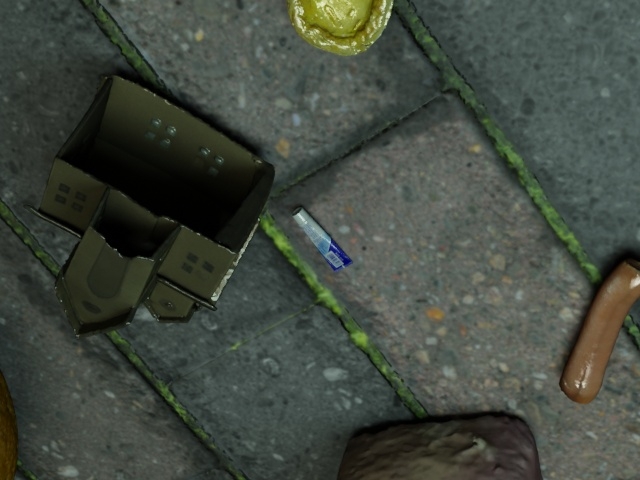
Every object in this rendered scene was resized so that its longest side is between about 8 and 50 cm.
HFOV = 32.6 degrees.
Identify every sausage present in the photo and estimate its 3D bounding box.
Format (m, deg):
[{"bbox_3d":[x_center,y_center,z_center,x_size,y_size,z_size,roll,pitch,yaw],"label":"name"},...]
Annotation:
[{"bbox_3d":[0.284,0.092,1.098,0.040,0.047,0.176,9,122,-10],"label":"sausage"}]

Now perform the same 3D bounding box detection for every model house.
[{"bbox_3d":[-0.193,0.012,1.097,0.211,0.204,0.243,30,138,-4],"label":"model house"}]

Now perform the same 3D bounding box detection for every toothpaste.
[{"bbox_3d":[0.000,0.000,1.135,0.024,0.015,0.083,-31,113,25],"label":"toothpaste"}]

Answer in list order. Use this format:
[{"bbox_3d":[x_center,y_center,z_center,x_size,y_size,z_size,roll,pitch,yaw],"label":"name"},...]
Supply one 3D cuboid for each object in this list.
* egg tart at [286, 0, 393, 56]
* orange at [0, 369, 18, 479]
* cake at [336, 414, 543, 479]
[{"bbox_3d":[0.020,-0.220,0.992,0.105,0.039,0.105,6,120,10],"label":"egg tart"},{"bbox_3d":[-0.505,0.214,1.207,0.322,0.322,0.357,-17,123,21],"label":"orange"},{"bbox_3d":[0.143,0.368,1.185,0.237,0.230,0.308,-8,115,15],"label":"cake"}]
